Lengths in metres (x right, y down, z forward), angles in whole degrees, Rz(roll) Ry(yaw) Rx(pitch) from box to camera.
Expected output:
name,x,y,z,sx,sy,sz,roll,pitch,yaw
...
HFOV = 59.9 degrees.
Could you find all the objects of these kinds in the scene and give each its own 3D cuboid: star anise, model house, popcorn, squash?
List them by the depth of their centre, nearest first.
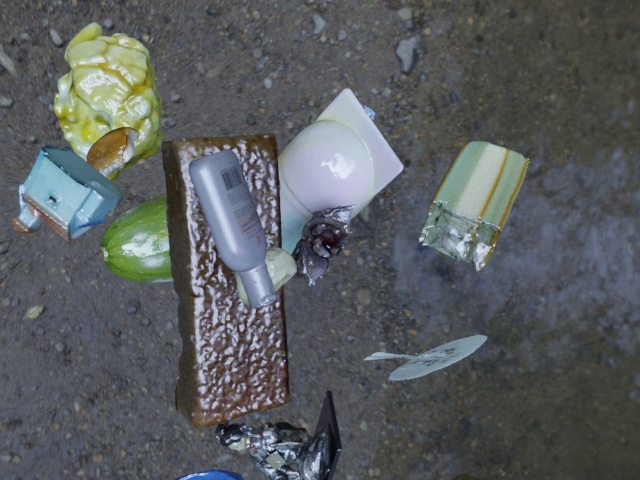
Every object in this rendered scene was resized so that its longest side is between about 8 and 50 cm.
name,x,y,z,sx,sy,sz,roll,pitch,yaw
model house,-0.437,-0.061,0.937,0.148,0.119,0.149,40,96,2
star anise,0.000,-0.001,1.139,0.089,0.231,0.209,26,43,-10
popcorn,-0.505,-0.346,1.385,0.293,0.334,0.292,37,47,-6
squash,-0.528,0.023,1.739,0.308,0.310,0.311,-21,103,-23

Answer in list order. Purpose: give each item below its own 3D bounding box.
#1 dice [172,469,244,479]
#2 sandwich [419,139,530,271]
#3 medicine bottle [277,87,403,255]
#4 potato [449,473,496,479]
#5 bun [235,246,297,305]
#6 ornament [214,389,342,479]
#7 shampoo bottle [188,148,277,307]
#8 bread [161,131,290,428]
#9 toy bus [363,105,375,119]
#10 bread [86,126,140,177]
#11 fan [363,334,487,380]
name,x,y,z,sx,sy,sz,roll,pitch,yaw
dice,-0.190,0.478,0.924,0.146,0.143,0.146,-5,137,-14
sandwich,0.321,-0.081,1.154,0.155,0.198,0.228,24,111,14
medicine bottle,0.006,-0.145,1.327,0.235,0.406,0.236,21,50,-27
potato,0.239,0.466,0.847,0.137,0.154,0.201,31,55,-37
bun,-0.073,0.040,0.702,0.086,0.086,0.055,-36,80,-18
ornament,-0.084,0.353,0.941,0.195,0.153,0.167,11,109,-8
shampoo bottle,-0.086,-0.010,0.578,0.040,0.080,0.165,-14,103,17
bread,-0.138,0.051,0.826,0.165,0.113,0.417,-6,98,-32
toy bus,0.119,-0.348,1.611,0.083,0.038,0.046,-45,93,-7
bread,-0.426,-0.178,1.121,0.129,0.126,0.044,-29,135,12
fan,0.211,0.240,1.156,0.233,0.012,0.414,-36,150,22
